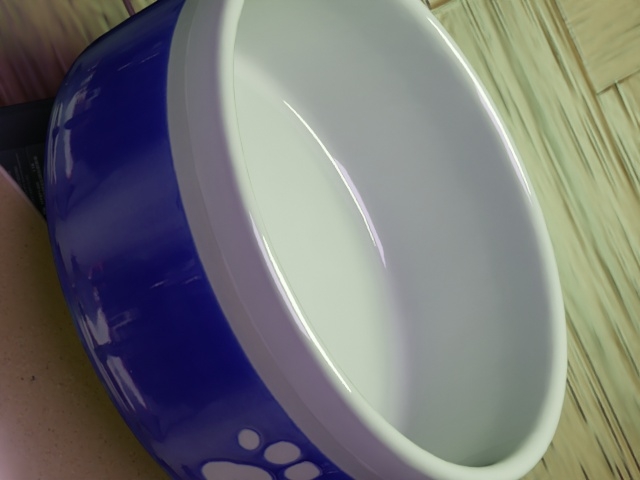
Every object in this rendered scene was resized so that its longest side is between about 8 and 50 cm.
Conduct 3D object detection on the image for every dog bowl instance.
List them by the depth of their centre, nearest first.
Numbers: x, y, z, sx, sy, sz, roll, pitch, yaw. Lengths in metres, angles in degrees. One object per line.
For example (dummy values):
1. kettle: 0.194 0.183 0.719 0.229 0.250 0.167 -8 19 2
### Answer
1. dog bowl: 0.000 0.000 0.904 0.265 0.104 0.265 37 41 -41

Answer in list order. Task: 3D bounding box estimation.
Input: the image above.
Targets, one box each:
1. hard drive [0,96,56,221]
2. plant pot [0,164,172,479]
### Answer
1. hard drive: -0.157 -0.013 0.925 0.135 0.022 0.094 -14 90 -31
2. plant pot: -0.176 0.113 0.781 0.191 0.284 0.284 -28 99 7
